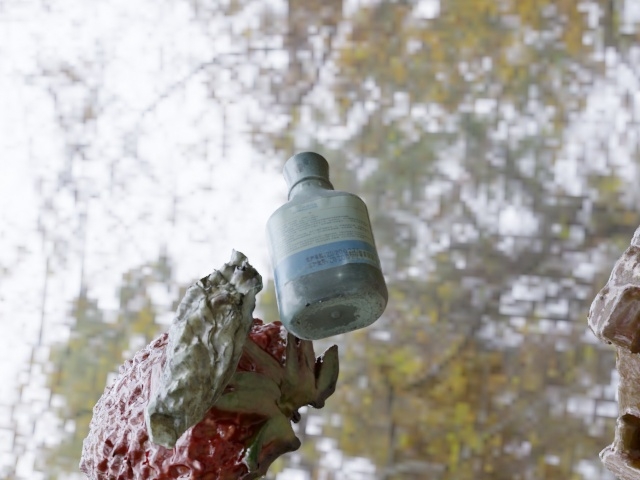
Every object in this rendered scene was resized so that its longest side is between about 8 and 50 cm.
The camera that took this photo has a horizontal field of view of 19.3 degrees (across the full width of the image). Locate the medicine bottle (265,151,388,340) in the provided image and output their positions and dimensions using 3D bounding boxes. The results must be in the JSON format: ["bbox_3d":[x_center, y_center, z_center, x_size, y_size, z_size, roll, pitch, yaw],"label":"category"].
[{"bbox_3d":[0.000,0.000,1.577,0.208,0.090,0.054,-101,-5,-53],"label":"medicine bottle"}]

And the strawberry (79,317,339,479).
[{"bbox_3d":[-0.152,0.162,1.828,0.138,0.306,0.233,58,-141,-25],"label":"strawberry"}]

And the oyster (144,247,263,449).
[{"bbox_3d":[-0.095,0.084,1.567,0.177,0.064,0.125,-76,5,-55],"label":"oyster"}]

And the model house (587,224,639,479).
[{"bbox_3d":[0.319,0.069,1.297,0.219,0.199,0.229,-21,-66,-25],"label":"model house"}]
